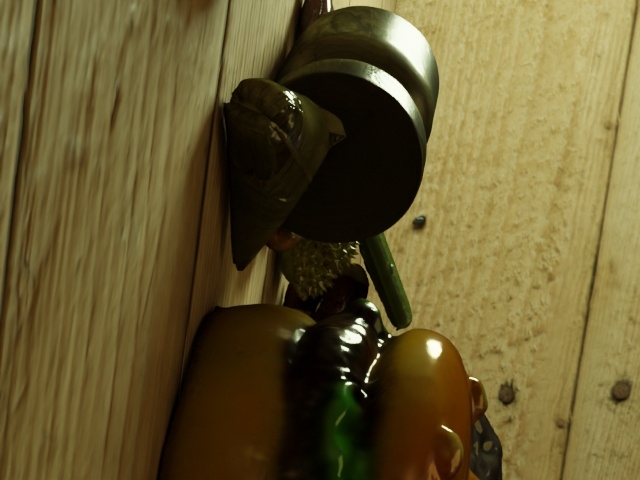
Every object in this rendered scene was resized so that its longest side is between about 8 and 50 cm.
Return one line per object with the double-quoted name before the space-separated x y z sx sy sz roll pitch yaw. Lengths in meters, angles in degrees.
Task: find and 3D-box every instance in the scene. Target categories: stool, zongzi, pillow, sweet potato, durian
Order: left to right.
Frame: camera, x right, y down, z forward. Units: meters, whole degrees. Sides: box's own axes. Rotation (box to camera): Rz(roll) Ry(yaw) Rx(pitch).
"zongzi" -0.063 -0.057 1.331 0.176 0.078 0.160 -59 157 5
"sweet potato" -0.037 -0.026 1.686 0.214 0.050 0.050 -66 164 -76
"pillow" -0.006 -0.236 1.749 0.185 0.043 0.118 96 -1 -57
"durian" 0.000 0.000 1.884 0.208 0.102 0.147 -77 168 -76
"stool" 0.030 -0.128 1.538 0.264 0.179 0.179 -71 168 -65

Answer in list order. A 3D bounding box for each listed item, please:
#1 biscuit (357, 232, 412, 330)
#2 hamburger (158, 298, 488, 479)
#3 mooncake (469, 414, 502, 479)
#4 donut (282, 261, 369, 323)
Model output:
"biscuit" 0.052 -0.037 1.922 0.099 0.038 0.323 171 -102 -84
"hamburger" 0.010 0.251 1.391 0.396 0.277 0.396 9 90 -84
"mooncake" 0.079 0.319 2.073 0.381 0.350 0.212 78 28 -47
"donut" 0.001 0.084 1.954 0.059 0.140 0.140 31 58 -37
